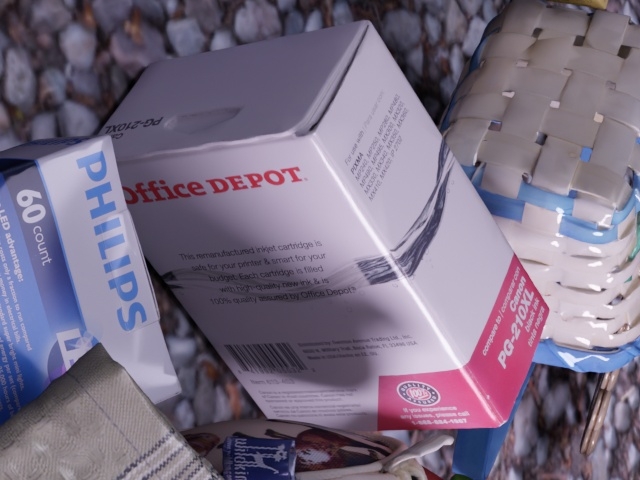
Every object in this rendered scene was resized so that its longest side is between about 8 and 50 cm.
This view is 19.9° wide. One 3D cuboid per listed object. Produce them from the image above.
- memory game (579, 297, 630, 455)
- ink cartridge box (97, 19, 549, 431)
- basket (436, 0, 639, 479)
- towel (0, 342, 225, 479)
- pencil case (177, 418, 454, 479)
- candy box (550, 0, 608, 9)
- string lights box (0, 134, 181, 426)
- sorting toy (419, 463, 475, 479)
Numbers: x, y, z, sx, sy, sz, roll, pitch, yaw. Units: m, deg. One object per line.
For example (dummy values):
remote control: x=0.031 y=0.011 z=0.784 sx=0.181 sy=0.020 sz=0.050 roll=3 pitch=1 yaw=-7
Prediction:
memory game: x=0.230 y=0.076 z=1.405 sx=0.186 sy=0.012 sz=0.186 roll=17 pitch=90 yaw=-81
ink cartridge box: x=0.000 y=0.000 z=1.060 sx=0.237 sy=0.172 sz=0.100 roll=56 pitch=45 yaw=-32
basket: x=0.153 y=0.001 z=1.264 sx=0.289 sy=0.201 sz=0.255 roll=97 pitch=16 yaw=-52
towel: x=-0.125 y=0.252 z=0.827 sx=0.324 sy=0.056 sz=0.312 roll=-40 pitch=112 yaw=-9
pencil case: x=-0.013 y=0.303 z=0.995 sx=0.160 sy=0.183 sz=0.410 roll=-1 pitch=87 yaw=-53
candy box: x=0.143 y=-0.228 z=1.135 sx=0.186 sy=0.053 sz=0.109 roll=31 pitch=75 yaw=-62
string lights box: x=-0.199 y=0.052 z=0.813 sx=0.259 sy=0.076 sz=0.133 roll=-22 pitch=104 yaw=-36
sorting toy: x=0.099 y=0.235 z=1.208 sx=0.126 sy=0.127 sz=0.365 roll=-56 pitch=150 yaw=3
